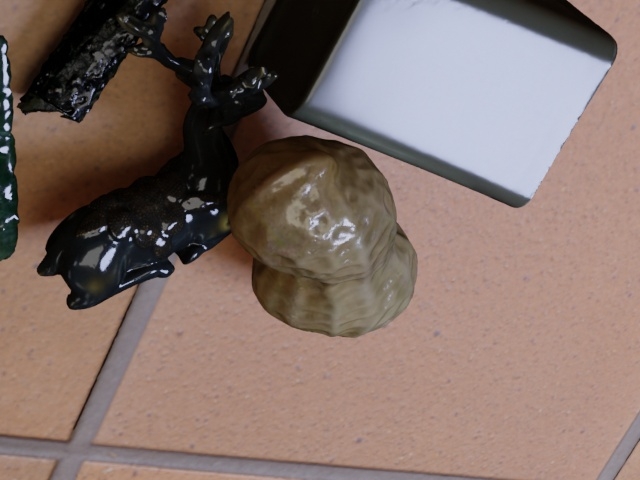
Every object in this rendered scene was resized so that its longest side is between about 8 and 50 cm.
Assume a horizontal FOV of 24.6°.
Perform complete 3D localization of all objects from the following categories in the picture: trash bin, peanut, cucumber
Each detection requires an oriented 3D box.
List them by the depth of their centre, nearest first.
[{"bbox_3d":[-0.152,-0.157,1.065,0.053,0.053,0.181,30,102,-40],"label":"cucumber"},{"bbox_3d":[0.088,-0.147,1.160,0.240,0.122,0.164,18,112,-35],"label":"trash bin"},{"bbox_3d":[0.000,0.000,1.169,0.136,0.120,0.298,-38,157,-5],"label":"peanut"}]

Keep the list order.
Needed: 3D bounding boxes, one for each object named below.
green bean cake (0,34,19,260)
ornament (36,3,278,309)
[{"bbox_3d":[-0.309,-0.065,0.986,0.193,0.107,0.208,-13,133,-25],"label":"green bean cake"},{"bbox_3d":[-0.124,-0.071,1.081,0.202,0.080,0.236,-27,151,-26],"label":"ornament"}]
